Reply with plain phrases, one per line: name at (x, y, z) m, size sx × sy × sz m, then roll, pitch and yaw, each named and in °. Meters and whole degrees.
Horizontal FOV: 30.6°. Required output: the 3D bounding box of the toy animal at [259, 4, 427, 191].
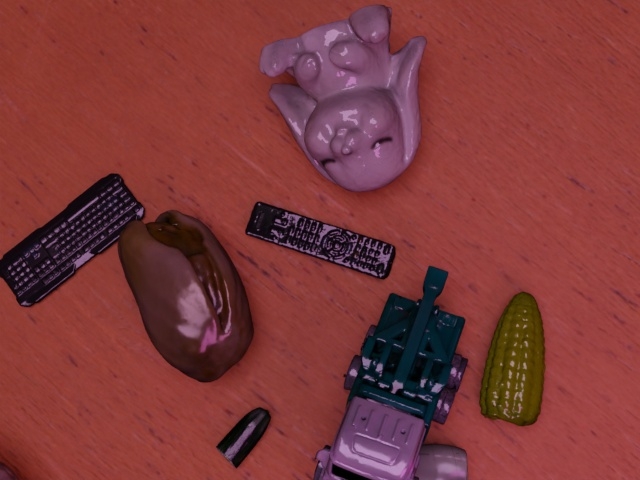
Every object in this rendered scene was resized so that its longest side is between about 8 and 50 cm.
toy animal at (0.057, -0.209, 1.838) m, size 0.272 × 0.206 × 0.264 m, roll -19°, pitch 89°, yaw 19°

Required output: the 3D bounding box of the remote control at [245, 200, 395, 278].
remote control at (0.000, 0.000, 1.890) m, size 0.245 × 0.025 × 0.063 m, roll 19°, pitch 84°, yaw 9°

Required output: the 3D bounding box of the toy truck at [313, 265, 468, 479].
toy truck at (0.111, 0.222, 1.730) m, size 0.177 × 0.178 × 0.363 m, roll 19°, pitch 57°, yaw 8°

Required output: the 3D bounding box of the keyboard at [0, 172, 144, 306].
keyboard at (-0.416, 0.000, 1.943) m, size 0.262 × 0.016 × 0.106 m, roll -38°, pitch 80°, yaw 1°

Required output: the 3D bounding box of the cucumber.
cucumber at (-0.119, 0.306, 1.851) m, size 0.048 × 0.048 × 0.105 m, roll 39°, pitch 85°, yaw 10°

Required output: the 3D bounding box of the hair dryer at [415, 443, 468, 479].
hair dryer at (0.113, 0.406, 1.751) m, size 0.207 × 0.075 × 0.237 m, roll 1°, pitch 47°, yaw 12°

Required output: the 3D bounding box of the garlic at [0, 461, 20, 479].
garlic at (-0.586, 0.450, 1.781) m, size 0.318 × 0.259 × 0.317 m, roll 0°, pitch 83°, yaw 2°

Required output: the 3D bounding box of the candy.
candy at (0.301, 0.181, 1.798) m, size 0.097 × 0.097 × 0.209 m, roll 8°, pitch 77°, yaw 8°

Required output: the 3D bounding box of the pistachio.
pistachio at (-0.213, 0.089, 1.845) m, size 0.166 × 0.197 × 0.288 m, roll -11°, pitch 63°, yaw -38°
